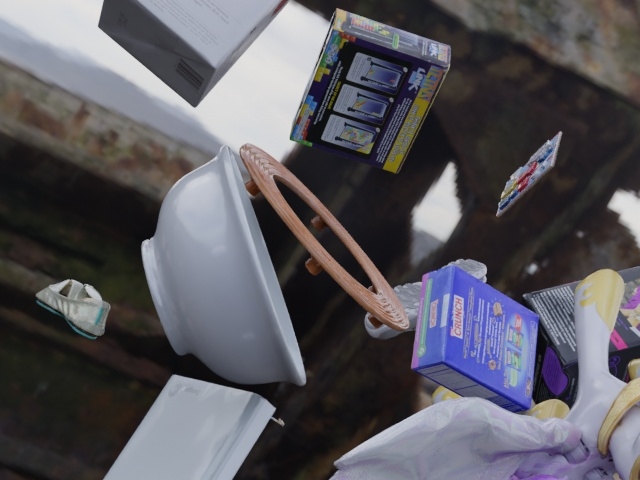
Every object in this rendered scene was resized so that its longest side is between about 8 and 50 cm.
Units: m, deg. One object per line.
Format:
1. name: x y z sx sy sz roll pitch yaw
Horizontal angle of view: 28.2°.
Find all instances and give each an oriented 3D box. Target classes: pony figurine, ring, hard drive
1. pony figurine: 0.194 0.198 1.095 0.303 0.351 0.363 51 8 -13
2. ring: 0.000 0.000 1.736 0.336 0.032 0.336 48 9 -10
3. hard drive: -0.202 0.312 1.559 0.203 0.307 0.040 4 -35 51

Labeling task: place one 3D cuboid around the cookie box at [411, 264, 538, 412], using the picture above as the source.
1. cookie box: 0.130 0.084 1.060 0.107 0.091 0.040 31 -35 -31

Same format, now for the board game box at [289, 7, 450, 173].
1. board game box: 0.056 -0.172 1.486 0.141 0.170 0.048 17 42 -10

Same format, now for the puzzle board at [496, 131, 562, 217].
1. puzzle board: 0.309 -0.099 1.895 0.011 0.128 0.096 36 39 -9

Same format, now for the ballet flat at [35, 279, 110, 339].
1. ballet flat: -0.294 0.075 1.537 0.057 0.052 0.168 25 -2 -35

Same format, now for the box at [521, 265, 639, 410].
1. box: 0.439 0.149 1.878 0.165 0.270 0.143 92 -18 -46

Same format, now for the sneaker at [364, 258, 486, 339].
1. sneaker: 0.207 0.135 2.366 0.281 0.115 0.105 -22 26 -30

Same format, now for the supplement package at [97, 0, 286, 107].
1. supplement package: -0.125 -0.353 1.660 0.175 0.293 0.177 40 -17 -4

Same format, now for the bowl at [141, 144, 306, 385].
1. bowl: -0.123 0.048 1.486 0.298 0.134 0.297 -19 90 -90

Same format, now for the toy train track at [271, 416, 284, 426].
1. toy train track: -0.090 0.270 2.031 0.083 0.014 0.048 29 -12 27
